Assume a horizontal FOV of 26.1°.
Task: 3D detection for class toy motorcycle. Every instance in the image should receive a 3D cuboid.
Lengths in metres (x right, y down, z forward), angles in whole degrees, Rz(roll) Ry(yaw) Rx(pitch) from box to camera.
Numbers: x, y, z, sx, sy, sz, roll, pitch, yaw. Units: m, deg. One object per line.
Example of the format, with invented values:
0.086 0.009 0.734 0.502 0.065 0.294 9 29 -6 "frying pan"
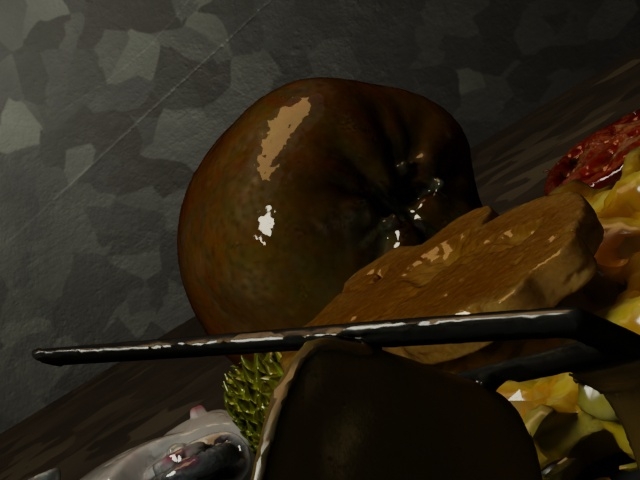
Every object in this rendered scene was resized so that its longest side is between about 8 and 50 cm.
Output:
-0.127 0.201 1.048 0.260 0.110 0.171 -36 -14 36 "toy motorcycle"

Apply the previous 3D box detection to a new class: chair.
0.035 0.112 0.436 0.172 0.158 0.247 17 -21 -40 "chair"

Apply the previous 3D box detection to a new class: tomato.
0.286 -0.064 1.213 0.166 0.082 0.174 -34 9 18 "tomato"

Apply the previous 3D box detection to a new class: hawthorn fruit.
0.000 0.000 1.209 0.268 0.267 0.301 -36 7 -38 "hawthorn fruit"

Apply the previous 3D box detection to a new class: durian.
-0.017 0.120 1.035 0.086 0.100 0.215 -20 1 15 "durian"

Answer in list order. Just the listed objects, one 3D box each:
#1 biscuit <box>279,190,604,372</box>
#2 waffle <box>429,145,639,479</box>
0.078 0.033 0.847 0.249 0.035 0.184 -22 17 49 "biscuit"
0.143 0.061 0.845 0.380 0.095 0.382 -32 8 0 "waffle"
